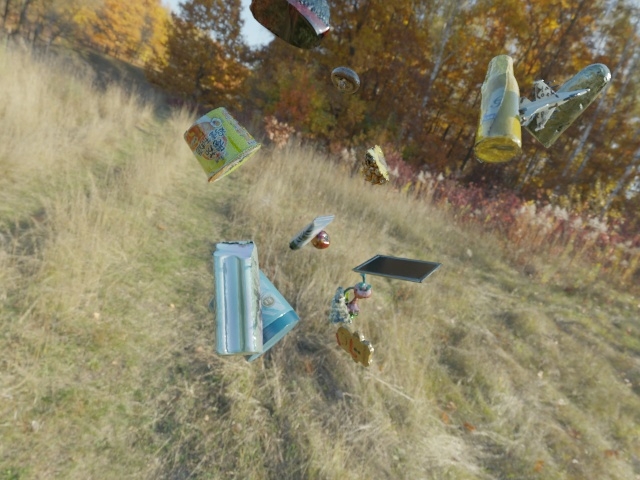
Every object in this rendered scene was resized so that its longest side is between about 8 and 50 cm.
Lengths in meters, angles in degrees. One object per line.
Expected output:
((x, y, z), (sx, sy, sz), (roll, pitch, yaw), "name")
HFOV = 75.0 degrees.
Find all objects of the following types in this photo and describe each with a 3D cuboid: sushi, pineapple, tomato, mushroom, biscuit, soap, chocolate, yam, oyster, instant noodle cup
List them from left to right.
((-0.392, -0.382, 1.642), (0.200, 0.264, 0.264), (54, 11, -7), "instant noodle cup")
((-0.315, 0.212, 1.604), (0.156, 0.446, 0.261), (-6, -17, -2), "soap")
((-0.080, -0.645, 1.174), (0.225, 0.126, 0.136), (26, -32, -21), "sushi")
((0.000, 0.000, 1.815), (0.087, 0.075, 0.087), (31, 42, -33), "tomato")
((0.064, 0.243, 1.528), (0.106, 0.061, 0.200), (-3, 30, -19), "oyster")
((0.099, -0.631, 1.641), (0.126, 0.085, 0.109), (31, 17, 10), "mushroom")
((0.140, 0.449, 1.804), (0.036, 0.166, 0.225), (-19, 35, -33), "biscuit")
((0.262, -0.408, 2.251), (0.164, 0.139, 0.250), (15, 55, -49), "pineapple")
((0.657, -0.507, 1.559), (0.162, 0.446, 0.162), (10, -23, 4), "chocolate")
((0.873, -0.475, 1.487), (0.133, 0.330, 0.133), (14, 50, -18), "yam")

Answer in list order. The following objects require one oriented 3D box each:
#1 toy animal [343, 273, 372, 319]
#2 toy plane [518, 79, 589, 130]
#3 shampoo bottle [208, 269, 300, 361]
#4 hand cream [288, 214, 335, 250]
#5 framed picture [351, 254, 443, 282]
((0.134, 0.210, 1.604), (0.103, 0.208, 0.100), (38, 45, 17), "toy animal")
((0.718, -0.436, 1.311), (0.234, 0.160, 0.082), (-24, 30, -6), "toy plane")
((-0.332, 0.363, 2.078), (0.343, 0.331, 0.331), (50, 21, 13), "shampoo bottle")
((-0.045, -0.030, 1.480), (0.088, 0.256, 0.055), (-7, 70, -33), "hand cream")
((0.261, 0.094, 1.419), (0.252, 0.014, 0.197), (7, 18, 35), "framed picture")
